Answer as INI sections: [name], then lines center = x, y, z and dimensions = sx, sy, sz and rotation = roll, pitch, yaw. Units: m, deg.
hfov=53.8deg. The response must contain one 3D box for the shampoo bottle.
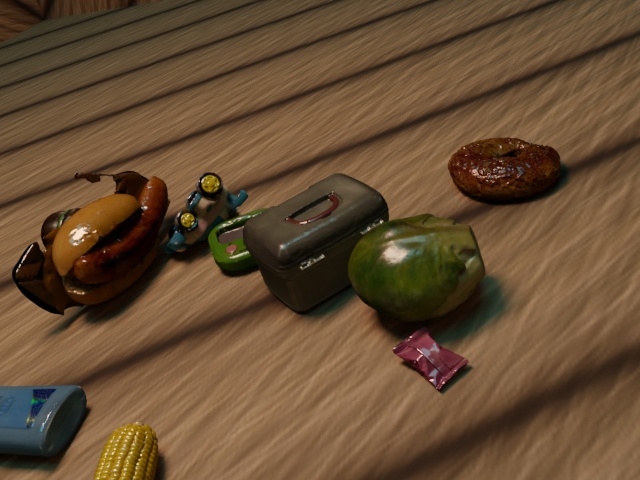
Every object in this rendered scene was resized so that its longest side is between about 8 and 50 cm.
[shampoo bottle]
center = -0.456, 0.245, 0.866
dimensions = 0.258, 0.061, 0.104
rotation = -4, 34, 17

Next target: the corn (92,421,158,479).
[corn]
center = -0.225, 0.292, 0.702
dimensions = 0.067, 0.067, 0.206
rotation = -11, 37, 7

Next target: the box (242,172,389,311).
[box]
center = 0.000, 0.000, 0.973
dimensions = 0.210, 0.129, 0.148
rotation = -29, 36, -21

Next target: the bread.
[bread]
center = 0.317, -0.132, 1.098
dimensions = 0.193, 0.064, 0.193
rotation = -9, 32, 6

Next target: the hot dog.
[hot dog]
center = -0.351, -0.013, 1.077
dimensions = 0.107, 0.194, 0.326
rotation = 0, 49, 31

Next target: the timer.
[timer]
center = -0.121, -0.001, 1.098
dimensions = 0.140, 0.047, 0.128
rotation = -20, 36, -7

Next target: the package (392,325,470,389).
[package]
center = 0.140, 0.147, 0.798
dimensions = 0.059, 0.029, 0.083
rotation = -34, 47, -20

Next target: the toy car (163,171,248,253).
[toy car]
center = -0.210, -0.038, 1.152
dimensions = 0.126, 0.098, 0.161
rotation = -39, 26, 63

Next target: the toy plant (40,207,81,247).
[toy plant]
center = -0.449, -0.018, 1.213
dimensions = 0.162, 0.093, 0.093
rotation = -3, 36, 18

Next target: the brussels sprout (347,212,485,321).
[brussels sprout]
center = 0.131, 0.038, 0.864
dimensions = 0.181, 0.144, 0.161
rotation = -12, -3, 26
